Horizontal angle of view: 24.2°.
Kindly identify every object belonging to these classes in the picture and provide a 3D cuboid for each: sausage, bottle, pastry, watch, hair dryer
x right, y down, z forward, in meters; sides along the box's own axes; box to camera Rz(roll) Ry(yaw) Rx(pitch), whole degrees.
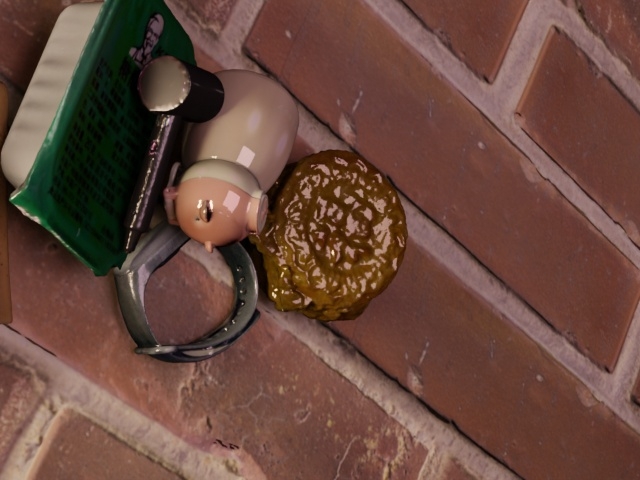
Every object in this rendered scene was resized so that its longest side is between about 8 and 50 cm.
[{"bbox_3d":[-0.400,-0.045,1.779,0.065,0.065,0.301,-1,87,-40],"label":"sausage"},{"bbox_3d":[-0.119,-0.093,1.925,0.147,0.147,0.237,41,45,-32],"label":"bottle"},{"bbox_3d":[0.000,0.000,2.086,0.235,0.132,0.240,-38,105,-26],"label":"pastry"},{"bbox_3d":[-0.175,0.071,1.963,0.206,0.068,0.193,-47,116,-34],"label":"watch"},{"bbox_3d":[-0.192,-0.100,1.844,0.114,0.070,0.248,9,97,-68],"label":"hair dryer"}]

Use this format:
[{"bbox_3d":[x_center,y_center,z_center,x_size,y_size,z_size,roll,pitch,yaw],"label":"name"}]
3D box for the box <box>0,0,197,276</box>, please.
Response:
[{"bbox_3d":[-0.283,-0.150,1.817,0.264,0.106,0.337,56,49,-61],"label":"box"}]
